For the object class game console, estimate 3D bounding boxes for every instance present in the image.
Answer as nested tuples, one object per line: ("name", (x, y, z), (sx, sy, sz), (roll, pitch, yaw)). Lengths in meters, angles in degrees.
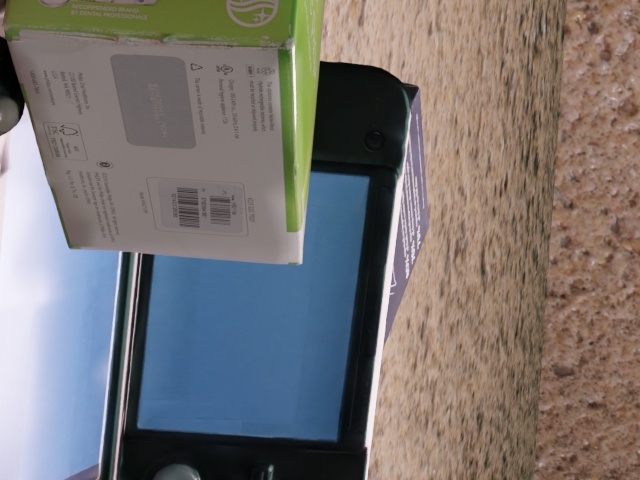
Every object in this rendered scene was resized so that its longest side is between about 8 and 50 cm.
("game console", (-0.071, 0.044, 1.017), (0.173, 0.250, 0.293), (-131, -133, -76))

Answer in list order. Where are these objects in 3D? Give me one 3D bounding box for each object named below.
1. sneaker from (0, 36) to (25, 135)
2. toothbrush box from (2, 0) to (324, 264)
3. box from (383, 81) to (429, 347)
("sneaker", (-0.172, -0.106, 0.712), (0.227, 0.087, 0.130), (3, 103, -69))
("toothbrush box", (-0.056, -0.159, 0.856), (0.206, 0.122, 0.283), (90, 3, -63))
("box", (0.000, 0.000, 1.331), (0.153, 0.108, 0.207), (84, 23, -44))
